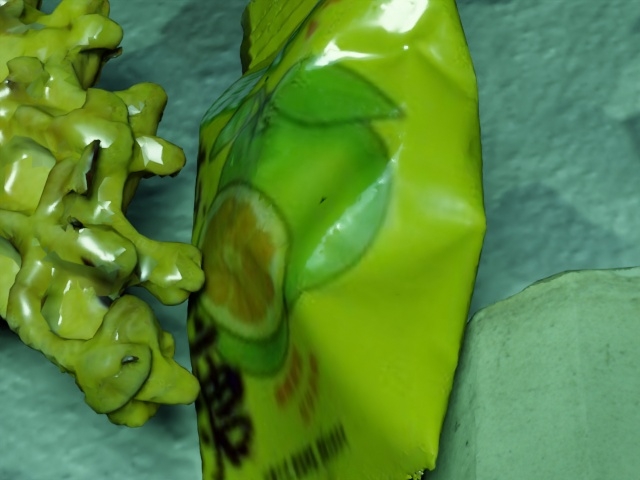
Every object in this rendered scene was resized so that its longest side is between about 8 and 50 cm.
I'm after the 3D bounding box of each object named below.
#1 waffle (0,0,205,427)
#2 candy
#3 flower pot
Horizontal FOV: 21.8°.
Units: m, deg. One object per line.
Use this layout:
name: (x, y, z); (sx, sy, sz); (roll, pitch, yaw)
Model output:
waffle: (-0.193, -0.001, 0.667); (0.293, 0.069, 0.260); (-28, 61, 12)
candy: (0.000, 0.000, 0.626); (0.081, 0.187, 0.297); (9, 66, -23)
flower pot: (0.109, 0.132, 0.541); (0.212, 0.212, 0.203); (-6, 50, 6)
